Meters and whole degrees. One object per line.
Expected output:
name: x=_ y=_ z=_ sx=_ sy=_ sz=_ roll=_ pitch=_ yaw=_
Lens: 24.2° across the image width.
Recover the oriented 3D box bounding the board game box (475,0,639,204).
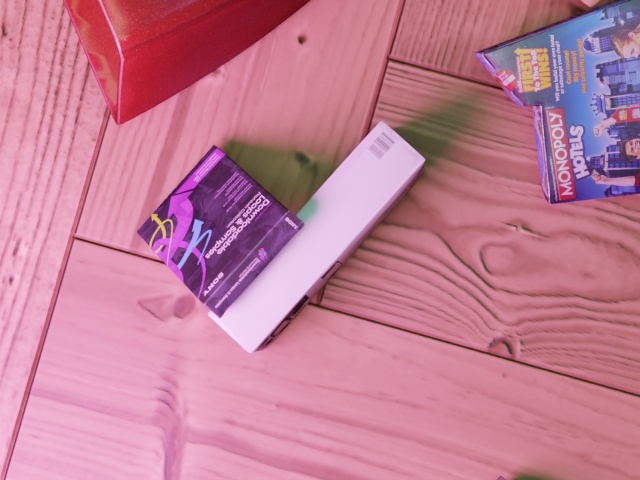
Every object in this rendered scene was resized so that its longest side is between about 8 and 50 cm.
board game box: x=0.248 y=-0.137 z=1.399 sx=0.194 sy=0.060 sz=0.194 roll=-6 pitch=97 yaw=0

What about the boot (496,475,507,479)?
boot: x=0.158 y=0.348 z=1.378 sx=0.190 sy=0.076 sz=0.208 roll=40 pitch=83 yaw=19

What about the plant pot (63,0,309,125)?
plant pot: x=-0.125 y=-0.292 z=1.358 sx=0.236 sy=0.267 sz=0.267 roll=-22 pitch=85 yaw=-12

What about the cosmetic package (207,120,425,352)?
cosmetic package: x=0.000 y=0.000 z=1.399 sx=0.060 sy=0.099 sz=0.239 roll=42 pitch=90 yaw=3

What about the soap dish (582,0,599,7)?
soap dish: x=0.212 y=-0.390 z=1.343 sx=0.291 sy=0.118 sz=0.229 roll=37 pitch=104 yaw=-16

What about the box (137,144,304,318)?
box: x=-0.096 y=-0.011 z=1.387 sx=0.116 sy=0.029 sz=0.162 roll=-49 pitch=40 yaw=-1
